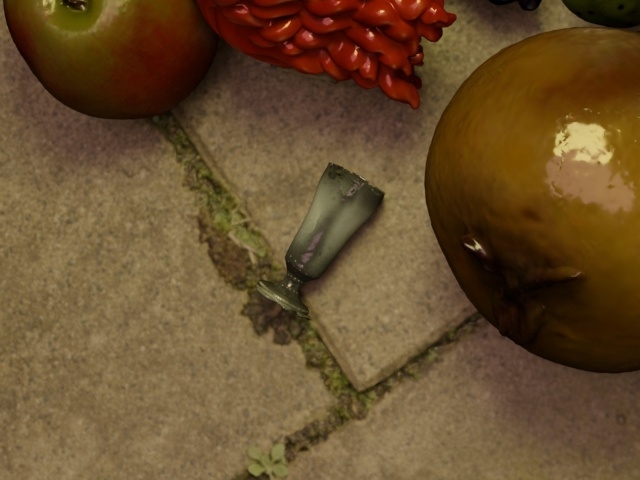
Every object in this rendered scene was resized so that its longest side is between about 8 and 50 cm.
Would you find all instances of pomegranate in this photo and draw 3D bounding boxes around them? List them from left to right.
[{"bbox_3d":[0.265,-0.265,1.468,0.122,0.122,0.161,-39,45,10],"label":"pomegranate"}]

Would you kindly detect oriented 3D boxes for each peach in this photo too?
[{"bbox_3d":[-0.217,-0.235,1.658,0.230,0.231,0.231,-2,85,16],"label":"peach"}]

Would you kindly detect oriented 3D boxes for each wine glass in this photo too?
[{"bbox_3d":[0.000,0.000,1.647,0.072,0.072,0.155,34,95,17],"label":"wine glass"}]

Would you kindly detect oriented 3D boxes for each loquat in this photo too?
[{"bbox_3d":[0.266,-0.055,1.457,0.328,0.328,0.359,37,64,16],"label":"loquat"}]

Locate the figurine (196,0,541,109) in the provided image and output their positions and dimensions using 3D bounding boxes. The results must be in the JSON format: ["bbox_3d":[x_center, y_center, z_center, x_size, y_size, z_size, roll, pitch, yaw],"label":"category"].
[{"bbox_3d":[0.073,-0.315,1.559,0.411,0.241,0.306,-40,106,-6],"label":"figurine"}]

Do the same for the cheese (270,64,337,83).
[{"bbox_3d":[0.035,-0.366,1.688,0.085,0.034,0.400,17,89,14],"label":"cheese"}]
